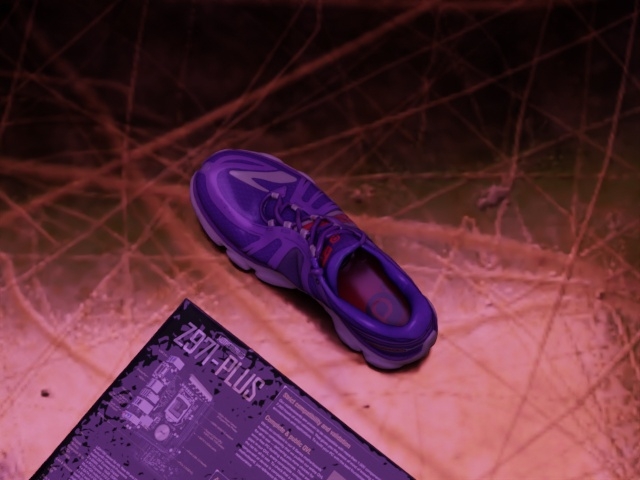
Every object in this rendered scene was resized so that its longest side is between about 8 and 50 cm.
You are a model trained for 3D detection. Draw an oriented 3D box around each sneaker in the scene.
[{"bbox_3d":[0.000,0.000,0.642,0.170,0.071,0.068,36,76,11],"label":"sneaker"}]

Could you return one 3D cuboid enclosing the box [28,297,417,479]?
[{"bbox_3d":[-0.046,0.145,0.591,0.180,0.077,0.147,37,76,11],"label":"box"}]
